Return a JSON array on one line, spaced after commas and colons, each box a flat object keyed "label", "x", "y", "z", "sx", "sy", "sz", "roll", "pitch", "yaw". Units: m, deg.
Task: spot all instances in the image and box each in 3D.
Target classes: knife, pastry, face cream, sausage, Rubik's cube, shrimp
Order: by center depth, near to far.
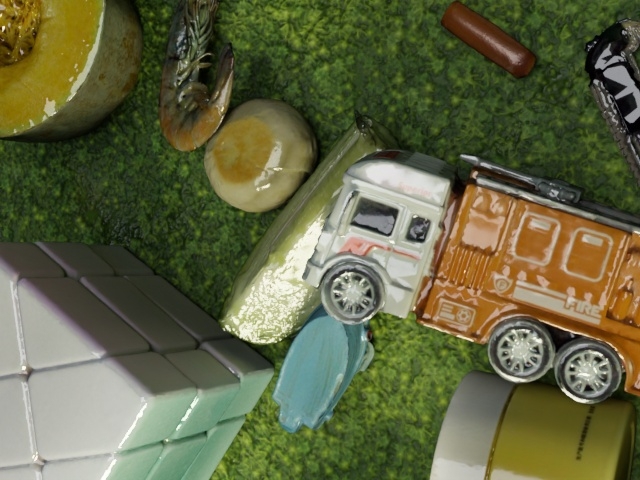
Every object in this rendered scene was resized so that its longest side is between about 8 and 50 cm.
[{"label": "face cream", "x": 0.235, "y": 0.264, "z": 1.121, "sx": 0.180, "sy": 0.218, "sz": 0.218, "roll": 9, "pitch": 93, "yaw": 23}, {"label": "knife", "x": 0.392, "y": -0.084, "z": 1.156, "sx": 0.089, "sy": 0.043, "sz": 0.365, "roll": -25, "pitch": 80, "yaw": 24}, {"label": "sausage", "x": 0.205, "y": -0.242, "z": 1.242, "sx": 0.131, "sy": 0.041, "sz": 0.039, "roll": 41, "pitch": 99, "yaw": 19}, {"label": "Rubik's cube", "x": -0.310, "y": 0.212, "z": 1.316, "sx": 0.319, "sy": 0.316, "sz": 0.321, "roll": 36, "pitch": 104, "yaw": 20}, {"label": "pastry", "x": -0.082, "y": -0.114, "z": 1.343, "sx": 0.157, "sy": 0.092, "sz": 0.156, "roll": -5, "pitch": 78, "yaw": 24}, {"label": "shrimp", "x": -0.153, "y": -0.265, "z": 1.368, "sx": 0.169, "sy": 0.058, "sz": 0.295, "roll": 8, "pitch": 89, "yaw": 49}]

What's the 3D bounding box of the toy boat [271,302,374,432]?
[{"label": "toy boat", "x": 0.013, "y": 0.143, "z": 1.287, "sx": 0.088, "sy": 0.102, "sz": 0.215, "roll": 32, "pitch": 117, "yaw": 19}]

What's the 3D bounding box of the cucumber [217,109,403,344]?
[{"label": "cucumber", "x": 0.002, "y": 0.001, "z": 1.299, "sx": 0.145, "sy": 0.105, "sz": 0.325, "roll": 36, "pitch": 107, "yaw": -13}]

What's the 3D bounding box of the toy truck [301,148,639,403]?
[{"label": "toy truck", "x": 0.190, "y": 0.020, "z": 1.119, "sx": 0.388, "sy": 0.173, "sz": 0.206, "roll": 18, "pitch": 103, "yaw": 7}]

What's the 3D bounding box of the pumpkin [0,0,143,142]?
[{"label": "pumpkin", "x": -0.410, "y": -0.298, "z": 1.449, "sx": 0.333, "sy": 0.199, "sz": 0.332, "roll": 0, "pitch": 91, "yaw": 16}]
